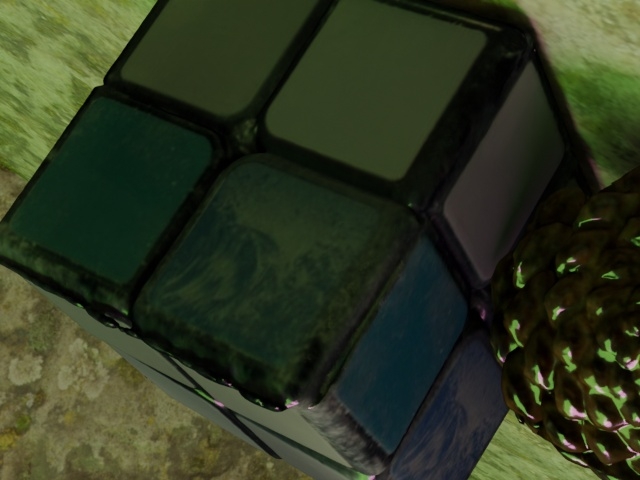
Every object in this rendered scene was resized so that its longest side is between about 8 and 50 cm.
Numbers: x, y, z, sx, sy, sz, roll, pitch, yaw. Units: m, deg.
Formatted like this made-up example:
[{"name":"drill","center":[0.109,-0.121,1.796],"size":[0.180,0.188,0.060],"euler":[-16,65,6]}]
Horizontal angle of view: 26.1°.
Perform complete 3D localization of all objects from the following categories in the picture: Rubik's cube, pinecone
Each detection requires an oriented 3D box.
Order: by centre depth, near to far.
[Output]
[{"name":"pinecone","center":[0.237,0.068,0.976],"size":[0.243,0.243,0.257],"euler":[32,169,0]},{"name":"Rubik's cube","center":[0.000,0.000,1.080],"size":[0.316,0.318,0.313],"euler":[25,164,33]}]
